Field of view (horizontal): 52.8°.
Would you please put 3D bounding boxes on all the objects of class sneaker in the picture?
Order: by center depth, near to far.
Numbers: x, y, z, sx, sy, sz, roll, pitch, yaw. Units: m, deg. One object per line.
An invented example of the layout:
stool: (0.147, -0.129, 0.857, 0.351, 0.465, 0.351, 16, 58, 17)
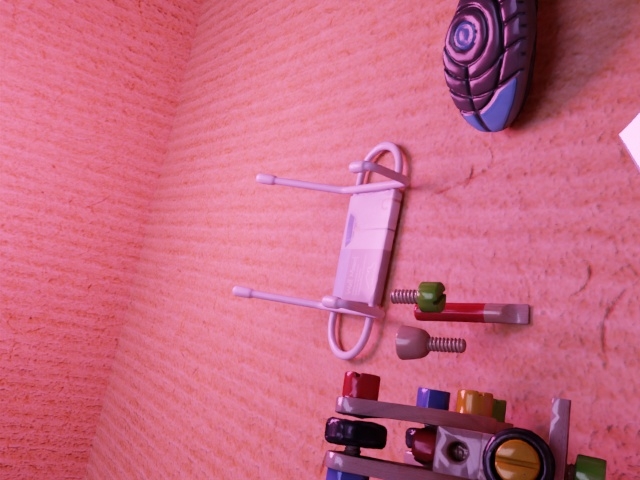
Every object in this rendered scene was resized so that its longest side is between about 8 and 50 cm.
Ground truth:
sneaker: (0.239, -0.309, 0.813, 0.125, 0.140, 0.341, 7, 102, 48)

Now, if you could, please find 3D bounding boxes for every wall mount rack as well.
wall mount rack: (0.000, 0.000, 1.022, 0.304, 0.130, 0.350, -1, 74, 57)

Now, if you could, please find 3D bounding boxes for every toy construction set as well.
toy construction set: (0.169, 0.179, 0.653, 0.237, 0.257, 0.309, -3, 47, 30)

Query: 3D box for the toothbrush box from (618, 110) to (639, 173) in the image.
toothbrush box: (0.373, -0.089, 0.418, 0.295, 0.126, 0.216, 117, 150, -47)
